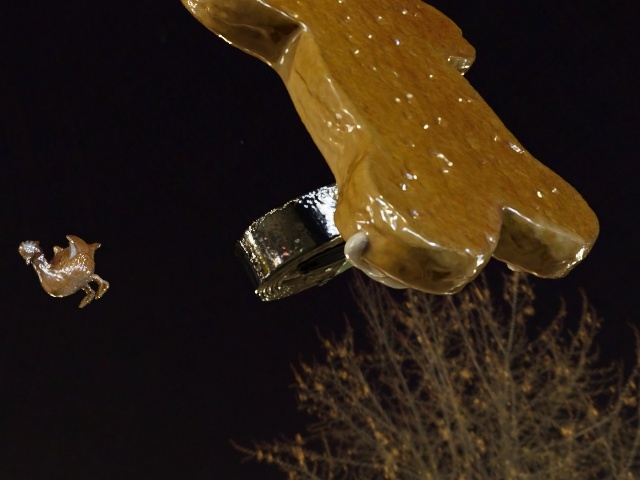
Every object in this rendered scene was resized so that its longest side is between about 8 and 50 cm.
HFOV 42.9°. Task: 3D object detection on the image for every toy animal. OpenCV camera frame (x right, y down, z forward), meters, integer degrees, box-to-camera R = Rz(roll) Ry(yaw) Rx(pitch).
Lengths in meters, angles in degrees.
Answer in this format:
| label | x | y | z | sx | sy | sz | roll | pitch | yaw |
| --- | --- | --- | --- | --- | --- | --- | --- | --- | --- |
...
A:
| label | x | y | z | sx | sy | sz | roll | pitch | yaw |
| --- | --- | --- | --- | --- | --- | --- | --- | --- | --- |
| toy animal | -0.494 | 0.038 | 1.586 | 0.089 | 0.188 | 0.179 | -33 | -66 | 26 |

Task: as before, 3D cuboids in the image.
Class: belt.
| label | x | y | z | sx | sy | sz | roll | pitch | yaw |
| --- | --- | --- | --- | --- | --- | --- | --- | --- | --- |
| belt | 0.000 | 0.000 | 0.980 | 0.198 | 0.078 | 0.151 | -26 | -19 | -11 |

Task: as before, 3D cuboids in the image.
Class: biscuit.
| label | x | y | z | sx | sy | sz | roll | pitch | yaw |
| --- | --- | --- | --- | --- | --- | --- | --- | --- | --- |
| biscuit | 0.023 | -0.134 | 0.600 | 0.283 | 0.432 | 0.064 | -2 | -39 | -46 |
